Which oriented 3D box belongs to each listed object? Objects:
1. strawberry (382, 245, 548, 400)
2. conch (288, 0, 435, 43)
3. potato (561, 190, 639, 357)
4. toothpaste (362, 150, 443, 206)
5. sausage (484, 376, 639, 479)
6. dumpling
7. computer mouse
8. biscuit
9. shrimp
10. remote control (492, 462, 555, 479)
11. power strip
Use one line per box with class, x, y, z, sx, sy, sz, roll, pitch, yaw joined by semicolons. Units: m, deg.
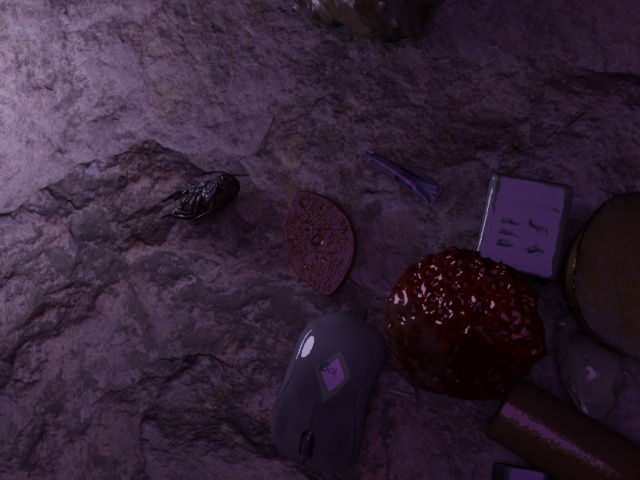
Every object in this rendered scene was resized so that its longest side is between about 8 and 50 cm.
strawberry;0.214;0.144;1.061;0.149;0.336;0.265;-11;84;-21
conch;0.086;-0.519;1.256;0.324;0.186;0.263;10;68;13
potato;0.513;0.070;1.102;0.239;0.116;0.299;30;67;0
toothpaste;0.154;-0.126;1.259;0.169;0.028;0.045;33;84;13
sausage;0.413;0.341;1.093;0.252;0.123;0.123;29;90;15
dumpling;0.478;0.214;1.116;0.134;0.100;0.169;1;44;-13
computer mouse;0.014;0.281;1.195;0.184;0.121;0.297;23;87;13
biscuit;0.000;0.000;1.278;0.141;0.029;0.221;-23;78;10
shrimp;-0.251;-0.080;1.326;0.190;0.075;0.073;-22;111;19
remote control;0.333;0.579;1.098;0.107;0.044;0.378;1;75;26
power strip;0.344;0.011;1.143;0.140;0.139;0.225;13;86;13
